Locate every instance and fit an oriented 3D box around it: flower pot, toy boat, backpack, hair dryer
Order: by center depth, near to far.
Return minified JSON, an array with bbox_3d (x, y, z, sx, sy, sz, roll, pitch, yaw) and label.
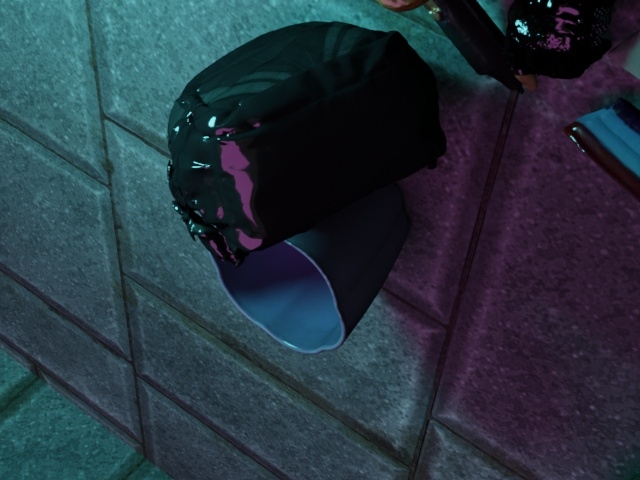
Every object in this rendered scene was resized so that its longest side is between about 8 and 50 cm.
[{"bbox_3d":[0.453,-0.022,1.241,0.392,0.136,0.079,45,117,7],"label":"toy boat"},{"bbox_3d":[0.132,-0.286,1.256,0.352,0.189,0.107,46,157,-22],"label":"hair dryer"},{"bbox_3d":[-0.046,-0.148,1.411,0.254,0.363,0.445,67,171,-24],"label":"backpack"},{"bbox_3d":[0.000,0.000,1.633,0.265,0.243,0.265,30,147,23],"label":"flower pot"}]

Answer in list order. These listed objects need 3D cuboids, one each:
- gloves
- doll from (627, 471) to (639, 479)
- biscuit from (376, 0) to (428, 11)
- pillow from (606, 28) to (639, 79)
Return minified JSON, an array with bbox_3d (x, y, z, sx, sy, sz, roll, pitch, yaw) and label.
[{"bbox_3d":[0.261,-0.231,1.222,0.129,0.106,0.180,32,141,16],"label":"gloves"},{"bbox_3d":[0.529,0.440,1.552,0.247,0.247,0.349,45,156,1],"label":"doll"},{"bbox_3d":[0.120,-0.372,1.088,0.355,0.052,0.275,6,93,11],"label":"biscuit"},{"bbox_3d":[0.396,-0.234,1.093,0.144,0.078,0.254,36,147,15],"label":"pillow"}]
